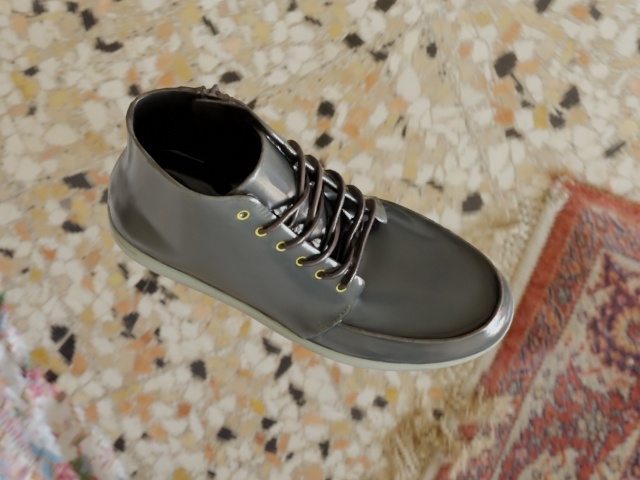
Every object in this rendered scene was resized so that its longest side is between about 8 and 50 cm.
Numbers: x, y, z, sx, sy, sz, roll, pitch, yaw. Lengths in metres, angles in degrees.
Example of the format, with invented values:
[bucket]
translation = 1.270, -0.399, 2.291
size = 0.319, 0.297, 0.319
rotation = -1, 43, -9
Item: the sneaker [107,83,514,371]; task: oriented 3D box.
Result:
[sneaker]
translation = 0.000, 0.000, 0.650
size = 0.222, 0.118, 0.083
rotation = 17, 69, -3
